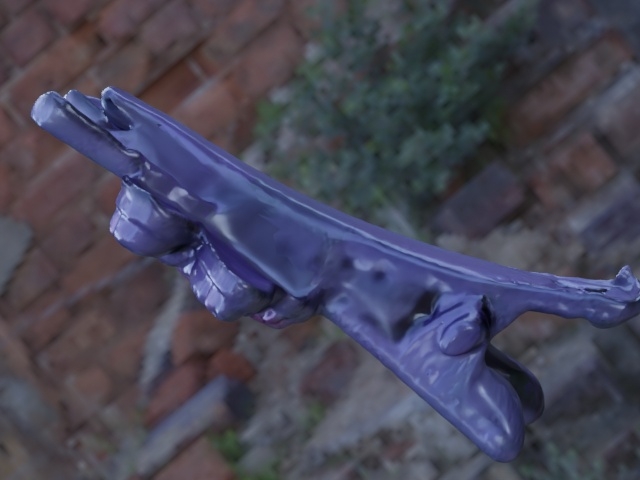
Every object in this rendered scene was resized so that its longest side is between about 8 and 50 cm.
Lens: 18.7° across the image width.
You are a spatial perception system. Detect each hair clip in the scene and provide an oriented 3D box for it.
[{"bbox_3d":[-0.002,0.014,0.847,0.137,0.278,0.090,-48,-22,-77],"label":"hair clip"}]
